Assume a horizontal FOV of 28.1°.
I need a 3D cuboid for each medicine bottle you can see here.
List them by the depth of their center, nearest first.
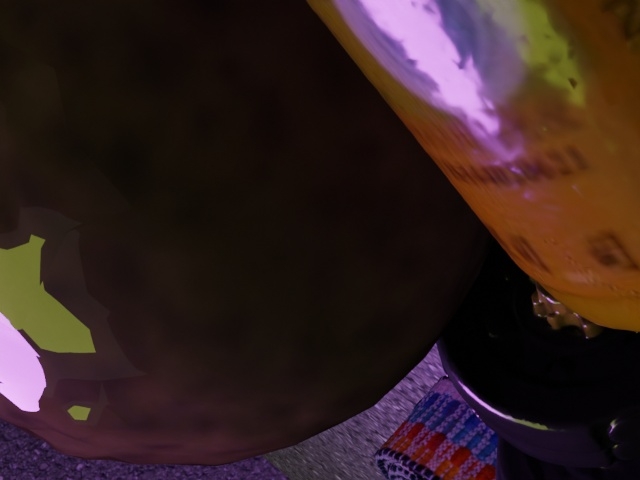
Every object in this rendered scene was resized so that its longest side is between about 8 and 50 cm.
[{"bbox_3d":[0.061,-0.172,0.404,0.384,0.224,0.224,50,163,-21],"label":"medicine bottle"}]

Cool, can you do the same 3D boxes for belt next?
[{"bbox_3d":[0.193,0.285,1.384,0.295,0.160,0.207,32,160,39],"label":"belt"}]

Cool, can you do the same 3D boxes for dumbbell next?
[{"bbox_3d":[0.193,0.112,0.891,0.185,0.185,0.388,33,162,35],"label":"dumbbell"}]

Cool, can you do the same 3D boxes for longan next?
[{"bbox_3d":[-0.078,-0.060,0.741,0.391,0.391,0.391,40,164,14],"label":"longan"}]
